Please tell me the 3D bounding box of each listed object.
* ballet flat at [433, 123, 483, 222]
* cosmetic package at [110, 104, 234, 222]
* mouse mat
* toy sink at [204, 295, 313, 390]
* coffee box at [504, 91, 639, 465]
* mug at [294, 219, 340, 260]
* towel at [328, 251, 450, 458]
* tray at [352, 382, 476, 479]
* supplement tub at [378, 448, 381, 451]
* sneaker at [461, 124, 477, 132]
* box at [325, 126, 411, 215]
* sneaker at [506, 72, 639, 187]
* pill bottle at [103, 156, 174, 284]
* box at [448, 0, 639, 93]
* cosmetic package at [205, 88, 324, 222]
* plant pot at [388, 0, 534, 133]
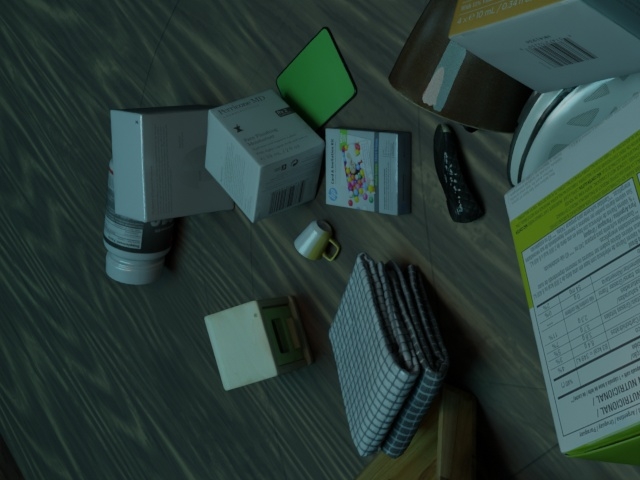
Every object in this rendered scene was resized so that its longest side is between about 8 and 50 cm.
[{"bbox_3d":[0.222,-0.111,1.556,0.057,0.049,0.173,130,128,-74],"label":"ballet flat"},{"bbox_3d":[-0.315,-0.169,2.007,0.138,0.224,0.224,14,108,46],"label":"cosmetic package"},{"bbox_3d":[-0.011,-0.295,1.799,0.189,0.007,0.153,-38,70,45],"label":"mouse mat"},{"bbox_3d":[-0.108,0.200,1.906,0.131,0.234,0.153,-19,82,19],"label":"toy sink"},{"bbox_3d":[0.456,0.041,1.012,0.338,0.337,0.334,-41,46,45],"label":"coffee box"},{"bbox_3d":[-0.002,-0.003,1.827,0.064,0.078,0.062,-56,24,29],"label":"mug"},{"bbox_3d":[0.114,0.196,1.628,0.284,0.121,0.235,-105,25,-45],"label":"towel"},{"bbox_3d":[0.140,0.452,1.660,0.411,0.076,0.203,-55,15,39],"label":"tray"},{"bbox_3d":[0.120,0.335,1.742,0.071,0.071,0.107,55,134,25],"label":"supplement tub"},{"bbox_3d":[0.220,-0.214,1.511,0.152,0.058,0.085,-1,89,42],"label":"sneaker"},{"bbox_3d":[0.084,-0.128,1.704,0.186,0.038,0.145,13,108,48],"label":"box"},{"bbox_3d":[0.432,-0.157,1.197,0.257,0.169,0.447,55,132,27],"label":"sneaker"},{"bbox_3d":[-0.422,-0.052,2.205,0.161,0.161,0.283,32,122,40],"label":"pill bottle"},{"bbox_3d":[0.318,-0.377,1.111,0.215,0.168,0.345,-3,67,59],"label":"box"},{"bbox_3d":[-0.110,-0.164,1.808,0.184,0.151,0.151,48,146,29],"label":"cosmetic package"},{"bbox_3d":[0.231,-0.300,1.312,0.215,0.215,0.230,39,123,37],"label":"plant pot"}]
